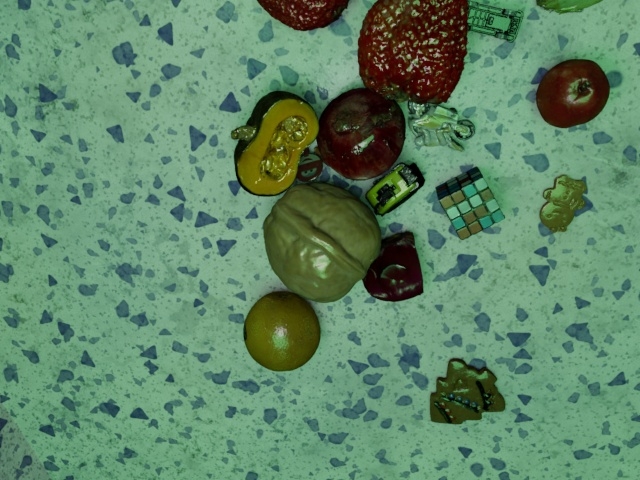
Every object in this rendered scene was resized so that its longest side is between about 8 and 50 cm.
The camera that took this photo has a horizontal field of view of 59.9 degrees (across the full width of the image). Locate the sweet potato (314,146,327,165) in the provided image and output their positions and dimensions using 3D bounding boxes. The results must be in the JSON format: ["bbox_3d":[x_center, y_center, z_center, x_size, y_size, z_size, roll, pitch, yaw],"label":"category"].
[{"bbox_3d":[0.062,-0.246,1.785,0.195,0.056,0.056,32,111,5],"label":"sweet potato"}]

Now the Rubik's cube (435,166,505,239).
[{"bbox_3d":[0.461,-0.118,1.727,0.151,0.154,0.155,-29,104,16],"label":"Rubik's cube"}]

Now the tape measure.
[{"bbox_3d":[0.225,-0.162,1.724,0.186,0.199,0.112,-40,82,18],"label":"tape measure"}]

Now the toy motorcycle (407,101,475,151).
[{"bbox_3d":[0.352,-0.345,1.703,0.229,0.074,0.151,28,114,-4],"label":"toy motorcycle"}]

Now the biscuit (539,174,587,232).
[{"bbox_3d":[0.760,-0.116,1.756,0.133,0.027,0.184,28,111,-5],"label":"biscuit"}]

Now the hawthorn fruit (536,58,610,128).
[{"bbox_3d":[0.709,-0.414,1.549,0.197,0.225,0.196,1,97,9],"label":"hawthorn fruit"}]

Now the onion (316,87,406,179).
[{"bbox_3d":[0.120,-0.318,1.649,0.276,0.276,0.276,3,110,7],"label":"onion"}]

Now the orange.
[{"bbox_3d":[-0.132,0.311,1.910,0.274,0.274,0.274,3,110,7],"label":"orange"}]

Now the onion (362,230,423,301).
[{"bbox_3d":[0.230,0.105,1.812,0.207,0.206,0.216,-15,106,13],"label":"onion"}]

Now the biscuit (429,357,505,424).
[{"bbox_3d":[0.519,0.580,2.034,0.278,0.043,0.301,38,110,-6],"label":"biscuit"}]

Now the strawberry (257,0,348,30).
[{"bbox_3d":[-0.049,-0.713,1.528,0.289,0.238,0.250,7,102,-21],"label":"strawberry"}]

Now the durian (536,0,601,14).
[{"bbox_3d":[0.760,-0.769,1.496,0.394,0.163,0.198,-35,141,22],"label":"durian"}]

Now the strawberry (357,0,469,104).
[{"bbox_3d":[0.263,-0.541,1.485,0.312,0.267,0.351,7,124,-25],"label":"strawberry"}]

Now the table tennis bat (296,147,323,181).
[{"bbox_3d":[-0.041,-0.254,1.765,0.098,0.019,0.154,-13,65,14],"label":"table tennis bat"}]

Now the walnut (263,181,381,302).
[{"bbox_3d":[0.000,0.000,1.734,0.381,0.381,0.381,3,110,7],"label":"walnut"}]

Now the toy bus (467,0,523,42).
[{"bbox_3d":[0.464,-0.626,1.574,0.194,0.089,0.087,14,113,3],"label":"toy bus"}]

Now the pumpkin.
[{"bbox_3d":[-0.163,-0.315,1.689,0.242,0.232,0.325,21,112,-30],"label":"pumpkin"}]
